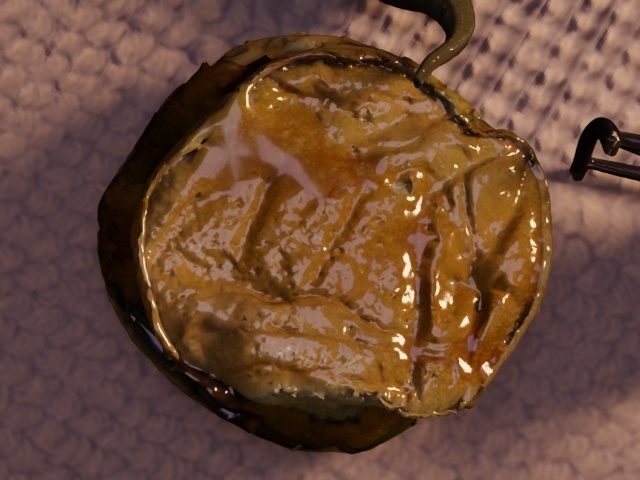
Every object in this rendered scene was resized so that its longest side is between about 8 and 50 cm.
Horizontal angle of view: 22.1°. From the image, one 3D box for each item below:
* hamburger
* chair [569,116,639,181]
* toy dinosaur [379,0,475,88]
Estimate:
[{"bbox_3d":[0.000,0.002,1.093,0.285,0.134,0.265,34,78,0],"label":"hamburger"},{"bbox_3d":[0.287,0.017,1.070,0.260,0.154,0.141,13,84,2],"label":"chair"},{"bbox_3d":[0.026,-0.166,1.113,0.187,0.087,0.179,8,65,24],"label":"toy dinosaur"}]
